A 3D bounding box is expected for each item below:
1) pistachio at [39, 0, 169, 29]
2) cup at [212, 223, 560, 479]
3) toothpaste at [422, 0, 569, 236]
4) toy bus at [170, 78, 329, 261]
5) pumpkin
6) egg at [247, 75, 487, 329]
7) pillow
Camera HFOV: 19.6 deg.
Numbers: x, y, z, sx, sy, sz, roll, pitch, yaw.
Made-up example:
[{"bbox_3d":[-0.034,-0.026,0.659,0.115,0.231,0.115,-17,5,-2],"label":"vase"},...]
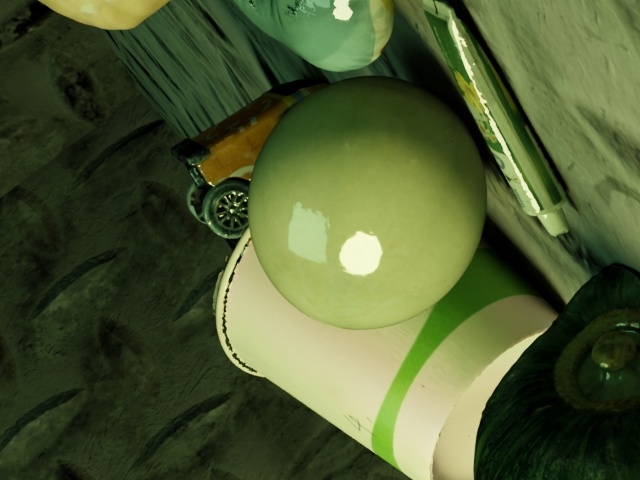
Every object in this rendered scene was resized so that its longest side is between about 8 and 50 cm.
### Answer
[{"bbox_3d":[-0.252,-0.356,1.913,0.193,0.214,0.318,-56,51,38],"label":"pistachio"},{"bbox_3d":[0.081,0.081,1.649,0.274,0.253,0.253,38,167,37],"label":"cup"},{"bbox_3d":[0.121,-0.082,1.253,0.204,0.031,0.049,58,172,-28],"label":"toothpaste"},{"bbox_3d":[0.000,0.000,1.956,0.323,0.194,0.162,57,173,-12],"label":"toy bus"},{"bbox_3d":[0.224,0.194,1.286,0.263,0.197,0.293,54,178,-40],"label":"pumpkin"},{"bbox_3d":[0.036,-0.029,1.450,0.186,0.186,0.253,51,162,15],"label":"egg"},{"bbox_3d":[-0.027,-0.224,1.327,0.233,0.086,0.214,45,161,54],"label":"pillow"}]
